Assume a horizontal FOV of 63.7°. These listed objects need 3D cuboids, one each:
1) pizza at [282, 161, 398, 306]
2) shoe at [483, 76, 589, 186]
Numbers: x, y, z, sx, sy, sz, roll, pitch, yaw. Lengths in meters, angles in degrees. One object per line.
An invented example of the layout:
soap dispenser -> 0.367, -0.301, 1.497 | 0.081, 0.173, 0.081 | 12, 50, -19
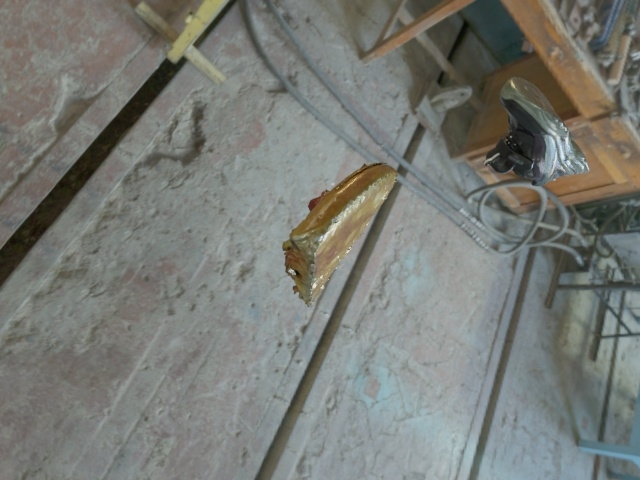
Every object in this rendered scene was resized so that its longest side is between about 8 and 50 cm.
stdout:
pizza -> 0.000, 0.000, 0.555 | 0.053, 0.193, 0.201 | 35, 30, 12
shoe -> 0.245, -0.115, 0.618 | 0.169, 0.099, 0.071 | 34, 37, -34
